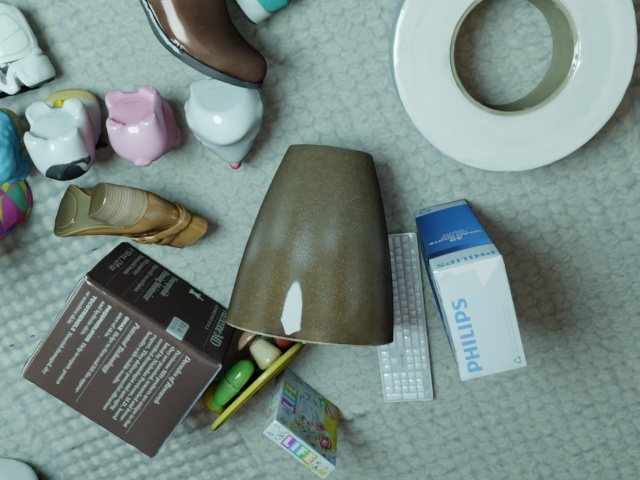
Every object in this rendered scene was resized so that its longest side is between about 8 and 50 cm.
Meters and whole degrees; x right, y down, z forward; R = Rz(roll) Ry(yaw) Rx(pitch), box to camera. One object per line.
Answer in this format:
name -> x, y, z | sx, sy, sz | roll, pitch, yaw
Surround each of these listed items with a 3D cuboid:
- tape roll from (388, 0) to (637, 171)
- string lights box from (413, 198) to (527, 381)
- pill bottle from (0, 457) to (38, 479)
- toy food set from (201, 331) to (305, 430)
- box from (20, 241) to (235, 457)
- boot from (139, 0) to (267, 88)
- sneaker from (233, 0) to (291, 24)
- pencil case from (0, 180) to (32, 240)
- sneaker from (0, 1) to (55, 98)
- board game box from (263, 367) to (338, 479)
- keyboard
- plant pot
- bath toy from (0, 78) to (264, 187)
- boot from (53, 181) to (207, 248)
tape roll -> 0.227, -0.231, 0.878 | 0.286, 0.100, 0.286 | 1, 106, 3
string lights box -> 0.172, 0.048, 0.876 | 0.076, 0.260, 0.133 | -15, 105, 6
pill bottle -> -0.494, 0.548, 1.066 | 0.224, 0.224, 0.392 | -5, 105, 4
toy food set -> -0.093, 0.167, 1.001 | 0.218, 0.128, 0.071 | -45, 82, 12
box -> -0.245, 0.139, 0.966 | 0.203, 0.168, 0.167 | 34, 104, -8
boot -> -0.094, -0.339, 0.777 | 0.264, 0.096, 0.280 | 43, 112, -5
sneaker -> -0.076, -0.421, 0.821 | 0.178, 0.124, 0.295 | -25, 111, 14
pencil case -> -0.449, -0.025, 0.901 | 0.104, 0.236, 0.104 | -1, 114, -2
sneaker -> -0.491, -0.214, 0.907 | 0.292, 0.110, 0.118 | -17, 109, -1
board game box -> -0.024, 0.248, 0.996 | 0.103, 0.154, 0.026 | 39, 104, -9
keyboard -> 0.112, 0.113, 1.025 | 0.072, 0.014, 0.256 | -7, 105, 4
plant pot -> 0.000, 0.000, 0.916 | 0.215, 0.215, 0.230 | 7, 90, 0
bath toy -> -0.241, -0.135, 0.913 | 0.348, 0.151, 0.129 | -6, 142, 1
boot -> -0.259, -0.023, 0.965 | 0.152, 0.197, 0.073 | 18, 76, -39
